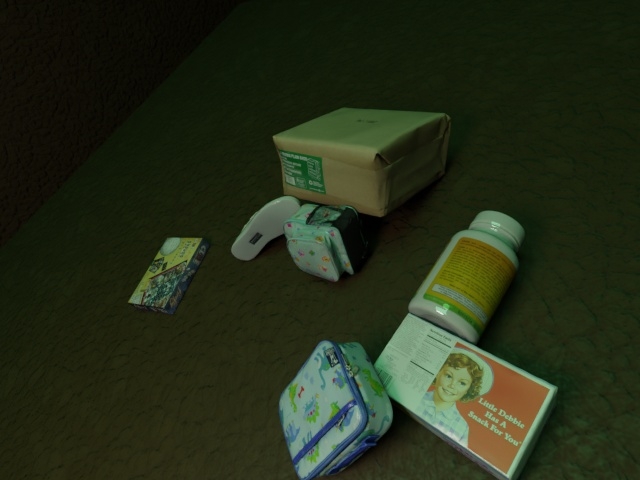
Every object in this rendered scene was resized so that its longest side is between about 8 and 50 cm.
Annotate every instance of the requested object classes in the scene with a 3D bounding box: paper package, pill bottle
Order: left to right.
[{"bbox_3d":[0.101,-0.212,1.011,0.325,0.168,0.309,19,39,39],"label":"paper package"},{"bbox_3d":[0.286,0.067,0.769,0.136,0.136,0.245,23,68,40],"label":"pill bottle"}]

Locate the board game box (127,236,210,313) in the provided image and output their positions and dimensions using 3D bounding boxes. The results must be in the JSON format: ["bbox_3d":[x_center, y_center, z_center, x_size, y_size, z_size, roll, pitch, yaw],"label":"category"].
[{"bbox_3d":[-0.459,0.100,1.235,0.165,0.042,0.243,1,55,31],"label":"board game box"}]

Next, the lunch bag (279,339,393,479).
[{"bbox_3d":[0.018,0.296,0.706,0.219,0.090,0.176,-54,41,28],"label":"lunch bag"}]

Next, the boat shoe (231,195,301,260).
[{"bbox_3d":[-0.145,-0.045,1.105,0.267,0.096,0.088,-44,25,35],"label":"boat shoe"}]

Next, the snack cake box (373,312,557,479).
[{"bbox_3d":[0.228,0.254,0.684,0.264,0.089,0.152,24,67,41],"label":"snack cake box"}]

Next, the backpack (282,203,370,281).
[{"bbox_3d":[0.000,0.000,0.968,0.188,0.165,0.144,19,56,42],"label":"backpack"}]
